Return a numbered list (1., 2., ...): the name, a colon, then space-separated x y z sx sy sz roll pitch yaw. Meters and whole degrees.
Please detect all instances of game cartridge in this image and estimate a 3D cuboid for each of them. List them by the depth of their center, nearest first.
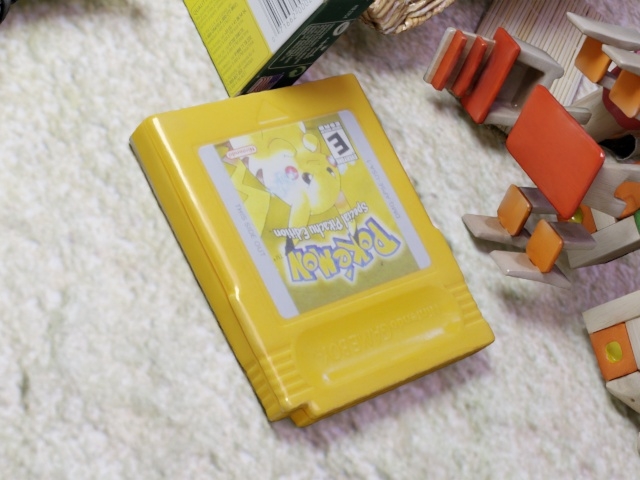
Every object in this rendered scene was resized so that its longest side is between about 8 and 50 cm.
1. game cartridge: 0.000 0.000 1.382 0.285 0.052 0.324 -18 74 -41

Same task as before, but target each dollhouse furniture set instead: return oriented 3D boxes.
1. dollhouse furniture set: 0.224 -0.123 1.495 0.135 0.262 0.259 11 29 -29

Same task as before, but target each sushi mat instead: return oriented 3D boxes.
1. sushi mat: 0.259 -0.231 1.734 0.151 0.019 0.316 39 47 -11

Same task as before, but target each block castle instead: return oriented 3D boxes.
1. block castle: 0.457 0.012 1.553 0.303 0.213 0.453 -4 74 -36

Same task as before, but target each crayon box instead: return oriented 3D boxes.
1. crayon box: -0.077 -0.329 1.424 0.081 0.202 0.319 -15 73 -41

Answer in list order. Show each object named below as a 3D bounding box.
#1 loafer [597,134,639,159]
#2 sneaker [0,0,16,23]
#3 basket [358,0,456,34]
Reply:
1. loafer: 0.384 -0.121 1.734 0.148 0.056 0.050 16 58 -19
2. sneaker: -0.279 -0.238 1.297 0.295 0.104 0.147 5 62 -27
3. basket: 0.087 -0.399 1.552 0.223 0.299 0.213 40 -6 41
